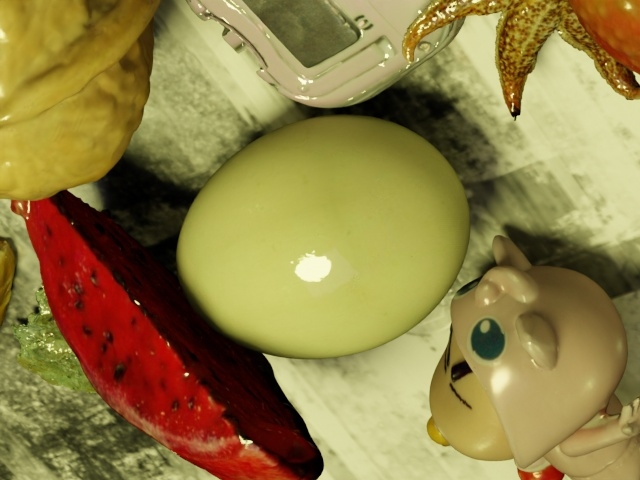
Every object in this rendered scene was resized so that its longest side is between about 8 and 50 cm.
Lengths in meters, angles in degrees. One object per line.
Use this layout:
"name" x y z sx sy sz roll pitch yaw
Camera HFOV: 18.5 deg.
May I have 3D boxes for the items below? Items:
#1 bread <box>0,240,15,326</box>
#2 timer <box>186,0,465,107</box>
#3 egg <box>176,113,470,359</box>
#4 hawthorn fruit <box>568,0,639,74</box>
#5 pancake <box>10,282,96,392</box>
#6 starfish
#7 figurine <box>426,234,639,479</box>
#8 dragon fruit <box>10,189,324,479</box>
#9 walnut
"bread" -0.308 0.057 1.734 0.053 0.074 0.132 27 130 9
"timer" -0.003 -0.196 1.439 0.208 0.069 0.191 42 130 -20
"egg" 0.000 0.000 1.519 0.242 0.186 0.186 -22 119 26
"hawthorn fruit" 0.284 -0.234 1.200 0.275 0.275 0.299 27 114 -7
"pancake" -0.219 0.092 1.768 0.116 0.022 0.129 30 130 -12
"starfish" 0.163 -0.184 1.379 0.213 0.057 0.238 -6 124 -7
"figurine" 0.181 0.142 1.603 0.186 0.176 0.287 -29 134 5
"dragon fruit" -0.114 0.103 1.576 0.100 0.343 0.282 -47 151 7
"walnut" -0.220 -0.147 1.421 0.257 0.257 0.224 -8 124 22
